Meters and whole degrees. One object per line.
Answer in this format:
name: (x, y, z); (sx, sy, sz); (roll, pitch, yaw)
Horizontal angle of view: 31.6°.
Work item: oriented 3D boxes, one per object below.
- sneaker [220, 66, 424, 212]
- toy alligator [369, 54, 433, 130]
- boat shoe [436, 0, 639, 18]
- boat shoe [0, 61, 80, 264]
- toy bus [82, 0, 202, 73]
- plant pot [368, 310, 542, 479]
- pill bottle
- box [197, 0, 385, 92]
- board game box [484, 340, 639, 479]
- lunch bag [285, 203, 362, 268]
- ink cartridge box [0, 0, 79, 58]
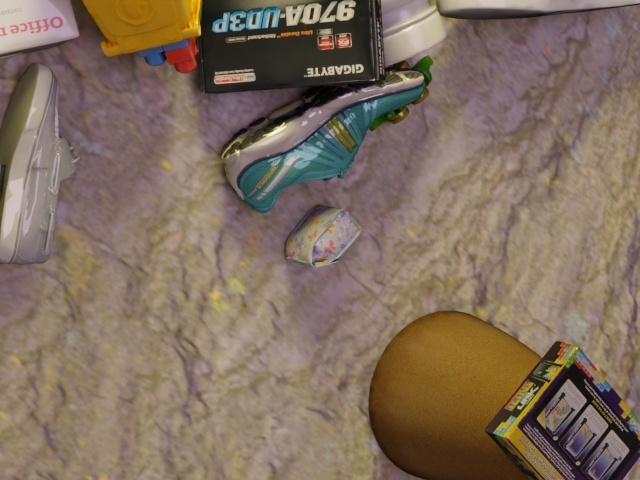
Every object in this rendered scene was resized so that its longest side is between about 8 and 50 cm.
sneaker: (0.009, -0.133, 1.410); (0.275, 0.107, 0.110); (-30, 113, -6)
toy alligator: (0.090, -0.177, 1.468); (0.190, 0.051, 0.056); (-44, 110, -16)
boat shoe: (0.305, -0.382, 1.511); (0.367, 0.136, 0.156); (-11, 99, -28)
boat shoe: (-0.318, -0.083, 1.273); (0.081, 0.079, 0.227); (9, 95, -35)
toy bus: (-0.192, -0.300, 1.266); (0.149, 0.220, 0.211); (-13, 133, 9)
plant pot: (0.226, 0.221, 1.456); (0.237, 0.254, 0.237); (-2, 94, -26)
pill bottle: (0.069, -0.340, 1.401); (0.131, 0.131, 0.229); (-29, 106, -21)
box: (-0.038, -0.267, 1.330); (0.220, 0.051, 0.175); (-1, 97, 16)
board game box: (0.292, 0.226, 1.320); (0.141, 0.048, 0.170); (-47, 112, -13)
lunch bag: (0.000, 0.000, 1.429); (0.083, 0.071, 0.053); (-48, 116, -17)
ink cartridge box: (-0.366, -0.302, 1.217); (0.154, 0.093, 0.212); (-17, 103, -24)
